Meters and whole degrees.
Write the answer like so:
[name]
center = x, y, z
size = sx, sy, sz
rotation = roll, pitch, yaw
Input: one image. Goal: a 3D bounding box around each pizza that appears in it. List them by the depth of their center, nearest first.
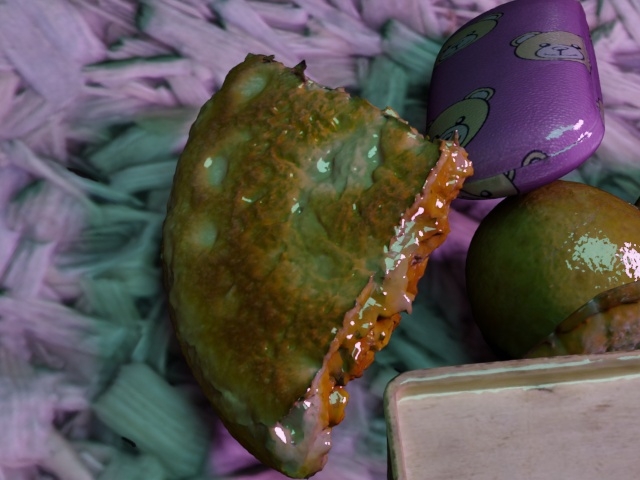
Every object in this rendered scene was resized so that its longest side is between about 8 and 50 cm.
[pizza]
center = 0.000, 0.000, 1.122
size = 0.226, 0.086, 0.335
rotation = -20, 51, 14

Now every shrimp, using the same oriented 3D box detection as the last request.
[shrimp]
center = 0.216, 0.137, 1.137
size = 0.262, 0.198, 0.051
rotation = 50, 17, -34

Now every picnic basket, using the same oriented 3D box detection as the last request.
[picnic basket]
center = 0.154, 0.238, 0.951
size = 0.228, 0.175, 0.313
rotation = -5, 48, -2

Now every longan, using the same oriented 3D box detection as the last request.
[longan]
center = 0.184, 0.024, 1.176
size = 0.155, 0.145, 0.176
rotation = 46, 60, -13

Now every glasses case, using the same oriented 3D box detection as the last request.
[glasses case]
center = 0.144, -0.112, 1.245
size = 0.123, 0.076, 0.316
rotation = -18, 21, 15
